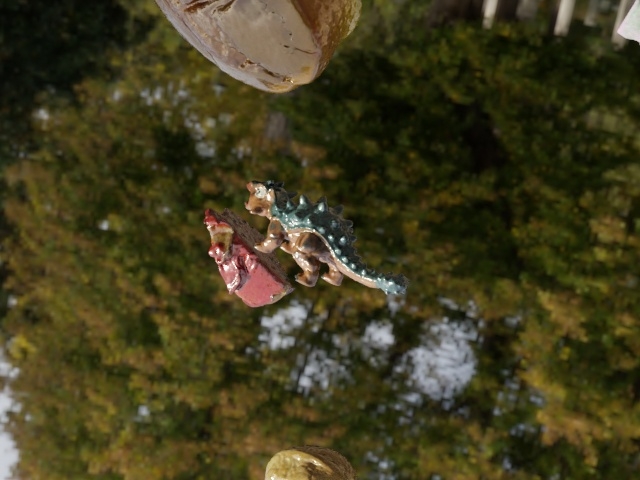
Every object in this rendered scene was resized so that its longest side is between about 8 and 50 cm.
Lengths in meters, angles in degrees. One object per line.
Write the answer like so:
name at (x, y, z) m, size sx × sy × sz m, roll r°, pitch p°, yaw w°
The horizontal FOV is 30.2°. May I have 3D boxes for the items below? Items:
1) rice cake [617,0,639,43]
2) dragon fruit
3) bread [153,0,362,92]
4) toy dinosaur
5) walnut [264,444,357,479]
rice cake at (0.284, -0.220, 0.891) m, size 0.036 × 0.207 × 0.047 m, roll 30°, pitch -120°, yaw 3°
dragon fruit at (-0.102, 0.023, 1.424) m, size 0.131 × 0.063 × 0.097 m, roll 39°, pitch -162°, yaw -41°
bread at (-0.084, -0.270, 1.174) m, size 0.142 × 0.270 × 0.195 m, roll -43°, pitch -170°, yaw -26°
toy dinosaur at (0.000, 0.000, 0.807) m, size 0.154 × 0.055 × 0.049 m, roll 32°, pitch -166°, yaw 33°
walnut at (-0.011, 0.278, 1.336) m, size 0.105 × 0.105 × 0.124 m, roll -4°, pitch 167°, yaw -46°
